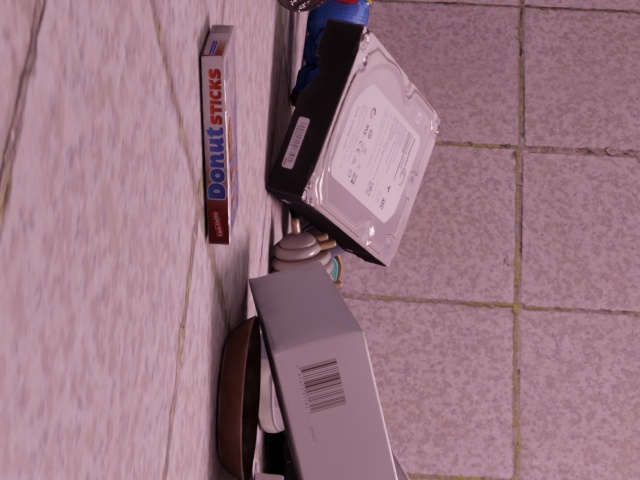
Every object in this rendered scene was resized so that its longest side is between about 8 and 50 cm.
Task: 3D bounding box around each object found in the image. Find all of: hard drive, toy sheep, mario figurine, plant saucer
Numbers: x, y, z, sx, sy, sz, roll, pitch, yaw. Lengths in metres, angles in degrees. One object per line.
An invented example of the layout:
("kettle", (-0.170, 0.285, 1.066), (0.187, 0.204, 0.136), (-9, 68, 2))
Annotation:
("hard drive", (0.055, -0.118, 1.815), (0.237, 0.064, 0.339), (-70, 155, -9))
("toy sheep", (-0.022, 0.032, 1.783), (0.091, 0.091, 0.132), (-76, 158, -72))
("mario figurine", (0.055, -0.332, 1.897), (0.170, 0.198, 0.320), (0, 102, -49))
("plant saucer", (-0.081, 0.158, 1.370), (0.168, 0.029, 0.168), (2, 90, -87))

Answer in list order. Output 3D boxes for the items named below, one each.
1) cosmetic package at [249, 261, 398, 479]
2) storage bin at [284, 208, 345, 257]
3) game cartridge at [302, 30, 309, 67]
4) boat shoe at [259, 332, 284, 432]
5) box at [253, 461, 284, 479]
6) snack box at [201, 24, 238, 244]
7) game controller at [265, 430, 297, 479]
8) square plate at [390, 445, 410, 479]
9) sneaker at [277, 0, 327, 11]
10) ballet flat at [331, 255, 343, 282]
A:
("cosmetic package", (0.020, 0.238, 1.441), (0.284, 0.097, 0.377), (-129, -155, -74))
("storage bin", (-0.012, -0.035, 1.980), (0.135, 0.098, 0.091), (85, -19, -65))
("game cartridge", (-0.004, -0.206, 2.193), (0.196, 0.060, 0.294), (95, 1, -49))
("boat shoe", (-0.036, 0.184, 1.717), (0.227, 0.081, 0.079), (86, 7, -61))
("box", (-0.070, 0.367, 1.651), (0.178, 0.042, 0.109), (-81, 174, -52))
("snack box", (-0.083, -0.087, 1.155), (0.064, 0.022, 0.178), (-83, 175, -57))
("game controller", (-0.049, 0.325, 1.959), (0.166, 0.067, 0.319), (-104, -170, -45))
("square plate", (0.028, 0.320, 1.957), (0.347, 0.049, 0.344), (91, -26, -46))
("sneaker", (-0.002, -0.420, 1.649), (0.281, 0.162, 0.106), (-57, 146, 5))
("ballet flat", (0.000, 0.000, 2.152), (0.232, 0.080, 0.073), (89, 12, -52))
